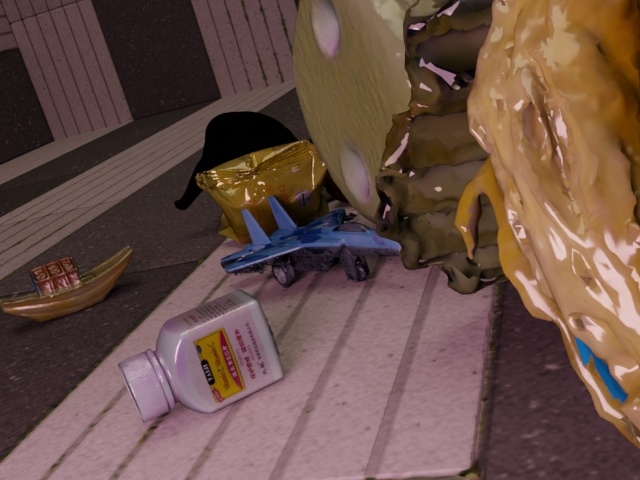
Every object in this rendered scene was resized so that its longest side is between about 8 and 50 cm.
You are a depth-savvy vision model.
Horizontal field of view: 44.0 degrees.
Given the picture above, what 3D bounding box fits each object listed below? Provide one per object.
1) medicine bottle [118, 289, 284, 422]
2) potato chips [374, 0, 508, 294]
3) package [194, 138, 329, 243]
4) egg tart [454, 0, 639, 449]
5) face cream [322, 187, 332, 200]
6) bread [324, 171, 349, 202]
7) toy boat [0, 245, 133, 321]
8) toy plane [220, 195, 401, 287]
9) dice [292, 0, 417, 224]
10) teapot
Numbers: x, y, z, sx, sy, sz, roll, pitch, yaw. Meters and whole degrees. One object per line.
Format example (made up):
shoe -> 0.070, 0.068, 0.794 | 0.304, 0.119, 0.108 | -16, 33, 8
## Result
medicine bottle -> -0.097, 0.096, 0.634 | 0.118, 0.074, 0.055 | -22, 19, -19
potato chips -> 0.238, -0.103, 0.566 | 0.429, 0.358, 0.070 | -14, 49, -6
package -> -0.061, -0.058, 0.993 | 0.168, 0.090, 0.226 | -16, -14, -3
egg tart -> 0.258, -0.038, 0.375 | 0.388, 0.388, 0.169 | -16, -18, 0
face cream -> -0.017, -0.066, 1.145 | 0.130, 0.034, 0.034 | -21, 17, -11
bread -> 0.042, -0.090, 1.089 | 0.085, 0.085, 0.053 | -9, 23, 22
toy boat -> -0.313, 0.053, 0.991 | 0.172, 0.066, 0.065 | -22, 15, -20
toy plane -> 0.002, 0.007, 0.831 | 0.169, 0.078, 0.246 | -29, 27, -35
dice -> 0.129, -0.172, 0.802 | 0.252, 0.250, 0.254 | -17, 61, -18
teapot -> -0.111, -0.104, 1.205 | 0.232, 0.159, 0.159 | -14, 11, -40
